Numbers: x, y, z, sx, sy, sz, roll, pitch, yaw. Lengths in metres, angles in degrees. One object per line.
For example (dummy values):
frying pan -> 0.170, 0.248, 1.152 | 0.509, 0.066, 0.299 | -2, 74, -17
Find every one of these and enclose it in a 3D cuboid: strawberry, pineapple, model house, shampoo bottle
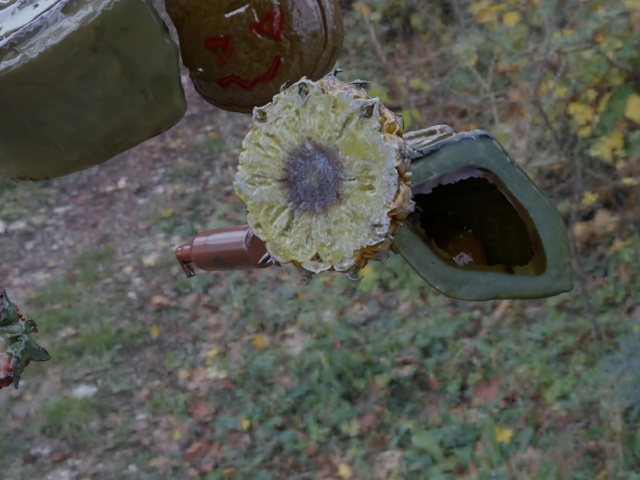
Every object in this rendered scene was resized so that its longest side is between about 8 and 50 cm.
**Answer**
strawberry -> -0.559, 0.174, 1.603 | 0.228, 0.174, 0.098 | -25, 3, 4
pineapple -> -0.003, -0.056, 0.975 | 0.221, 0.221, 0.047 | -7, -1, 31
model house -> 0.143, -0.028, 1.202 | 0.173, 0.268, 0.239 | -43, 16, -7
shampoo bottle -> -0.181, 0.019, 1.844 | 0.085, 0.085, 0.244 | -20, 8, -43

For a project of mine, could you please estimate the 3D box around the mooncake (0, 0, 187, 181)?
mooncake -> -0.323, -0.261, 1.386 | 0.394, 0.246, 0.393 | -6, 37, 40

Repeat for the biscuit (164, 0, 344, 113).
biscuit -> -0.097, -0.304, 1.402 | 0.273, 0.257, 0.049 | -17, 5, 35
